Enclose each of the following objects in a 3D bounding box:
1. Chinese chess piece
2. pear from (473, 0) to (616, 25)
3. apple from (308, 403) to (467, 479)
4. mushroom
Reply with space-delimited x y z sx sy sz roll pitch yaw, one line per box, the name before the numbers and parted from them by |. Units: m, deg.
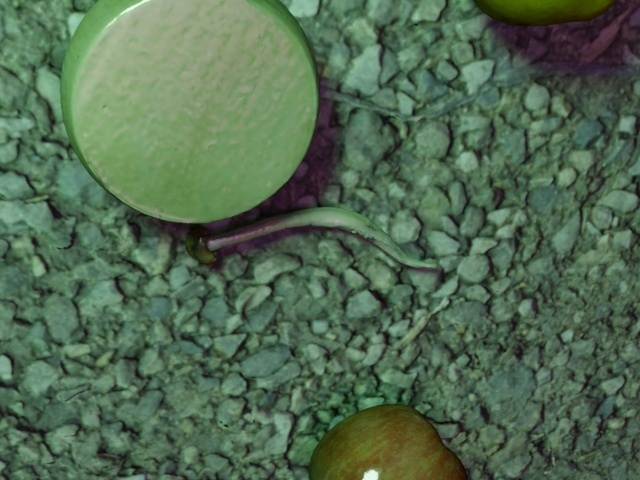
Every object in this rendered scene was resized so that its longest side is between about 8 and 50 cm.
Chinese chess piece | -0.124 -0.140 0.855 0.250 0.101 0.250 -7 117 -14
pear | 0.217 -0.304 0.832 0.200 0.200 0.200 -7 117 -14
apple | 0.085 0.299 1.089 0.174 0.188 0.188 -36 121 -6
mushroom | -0.001 -0.002 1.002 0.306 0.043 0.068 1 133 -19
